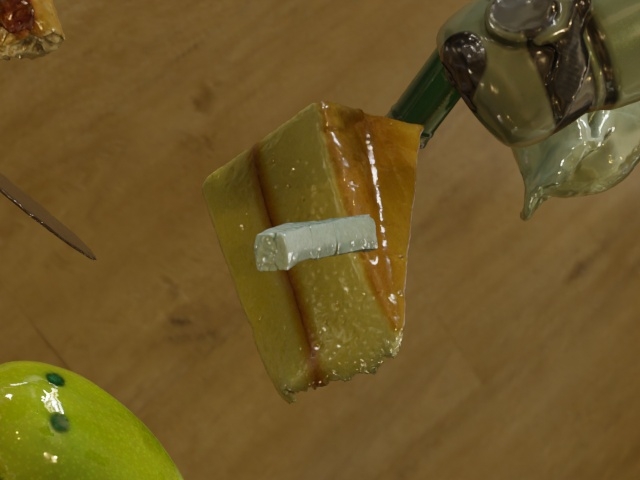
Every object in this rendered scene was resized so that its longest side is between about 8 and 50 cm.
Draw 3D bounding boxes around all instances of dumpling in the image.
[{"bbox_3d":[0.356,-0.157,1.927,0.321,0.212,0.270,-17,108,-43],"label":"dumpling"}]

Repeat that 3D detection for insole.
[{"bbox_3d":[-0.391,-0.076,1.683,0.328,0.111,0.007,41,90,-29],"label":"insole"}]

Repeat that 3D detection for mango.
[{"bbox_3d":[-0.221,0.229,1.277,0.293,0.143,0.175,45,62,-8],"label":"mango"}]

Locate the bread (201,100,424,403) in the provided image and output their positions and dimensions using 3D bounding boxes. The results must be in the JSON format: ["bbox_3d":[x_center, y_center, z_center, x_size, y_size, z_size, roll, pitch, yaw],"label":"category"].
[{"bbox_3d":[0.028,0.034,1.809,0.245,0.233,0.361,11,55,-49],"label":"bread"}]

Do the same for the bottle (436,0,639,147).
[{"bbox_3d":[0.266,-0.199,1.216,0.347,0.168,0.168,-27,115,-8],"label":"bottle"}]

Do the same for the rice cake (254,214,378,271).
[{"bbox_3d":[0.000,0.000,1.489,0.245,0.042,0.045,-9,94,-64],"label":"rice cake"}]

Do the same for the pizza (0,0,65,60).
[{"bbox_3d":[-0.282,-0.203,0.924,0.289,0.081,0.228,54,36,-28],"label":"pizza"}]

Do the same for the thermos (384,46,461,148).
[{"bbox_3d":[0.169,-0.219,1.943,0.187,0.073,0.083,-53,167,28],"label":"thermos"}]
